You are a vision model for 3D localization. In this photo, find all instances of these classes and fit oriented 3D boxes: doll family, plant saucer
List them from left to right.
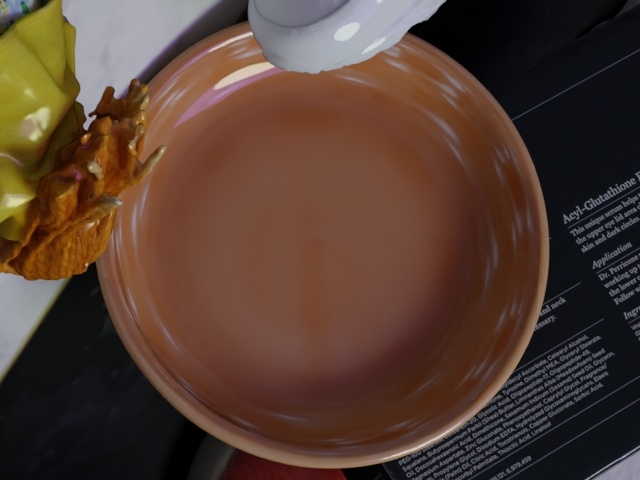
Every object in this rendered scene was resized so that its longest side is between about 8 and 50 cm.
[{"bbox_3d":[-0.135,-0.022,0.525,0.263,0.118,0.163,-42,139,-39],"label":"doll family"},{"bbox_3d":[0.000,0.000,0.765,0.200,0.200,0.037,-49,-178,-17],"label":"plant saucer"}]

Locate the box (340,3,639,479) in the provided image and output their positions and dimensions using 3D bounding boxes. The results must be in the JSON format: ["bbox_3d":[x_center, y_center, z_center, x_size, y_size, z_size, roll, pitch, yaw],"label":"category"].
[{"bbox_3d":[0.112,0.018,0.851,0.261,0.184,0.103,-29,173,-13],"label":"box"}]

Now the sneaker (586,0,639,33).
[{"bbox_3d":[0.221,-0.123,1.090,0.162,0.073,0.063,-46,150,-20],"label":"sneaker"}]

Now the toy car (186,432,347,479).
[{"bbox_3d":[0.067,0.162,0.957,0.210,0.238,0.219,-6,124,-56],"label":"toy car"}]

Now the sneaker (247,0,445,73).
[{"bbox_3d":[0.025,-0.182,0.724,0.232,0.090,0.115,-63,146,-10],"label":"sneaker"}]
